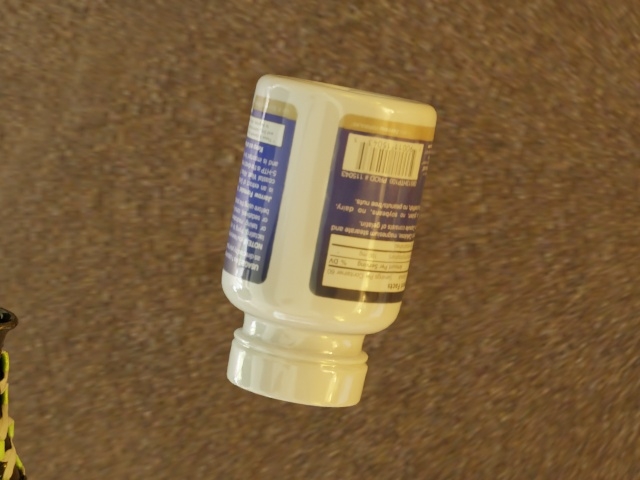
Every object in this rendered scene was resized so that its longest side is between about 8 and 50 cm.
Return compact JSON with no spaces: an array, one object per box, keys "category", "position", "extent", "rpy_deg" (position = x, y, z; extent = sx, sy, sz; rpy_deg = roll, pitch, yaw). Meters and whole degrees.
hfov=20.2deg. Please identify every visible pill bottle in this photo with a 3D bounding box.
[{"category":"pill bottle","position":[0.000,0.000,1.089],"extent":[0.112,0.112,0.187],"rpy_deg":[13,96,15]}]

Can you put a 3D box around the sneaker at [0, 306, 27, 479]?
[{"category":"sneaker","position":[-0.187,0.080,0.914],"extent":[0.097,0.084,0.235],"rpy_deg":[-32,110,4]}]
